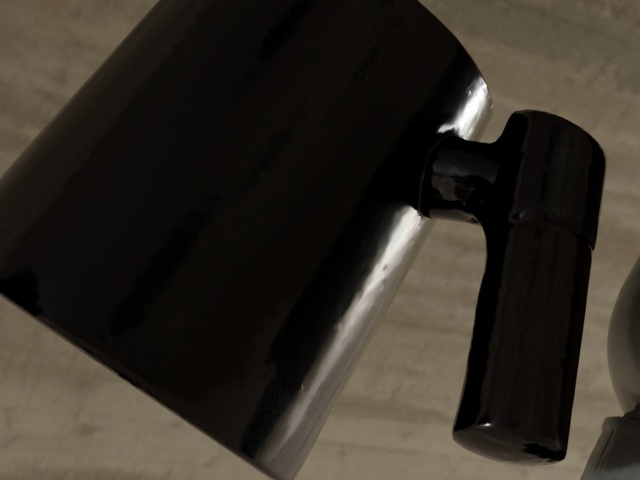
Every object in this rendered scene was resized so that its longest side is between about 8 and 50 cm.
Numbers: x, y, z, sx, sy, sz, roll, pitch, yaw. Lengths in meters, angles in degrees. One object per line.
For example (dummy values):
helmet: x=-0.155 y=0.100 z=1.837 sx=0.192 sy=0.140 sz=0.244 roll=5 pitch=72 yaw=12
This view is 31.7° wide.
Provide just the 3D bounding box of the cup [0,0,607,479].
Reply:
cup: x=-0.003 y=0.002 z=0.462 sx=0.239 sy=0.177 sz=0.166 roll=33 pitch=168 yaw=7

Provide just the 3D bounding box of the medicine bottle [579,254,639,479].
medicine bottle: x=0.174 y=0.027 z=0.433 sx=0.110 sy=0.351 sz=0.110 roll=31 pitch=166 yaw=8
